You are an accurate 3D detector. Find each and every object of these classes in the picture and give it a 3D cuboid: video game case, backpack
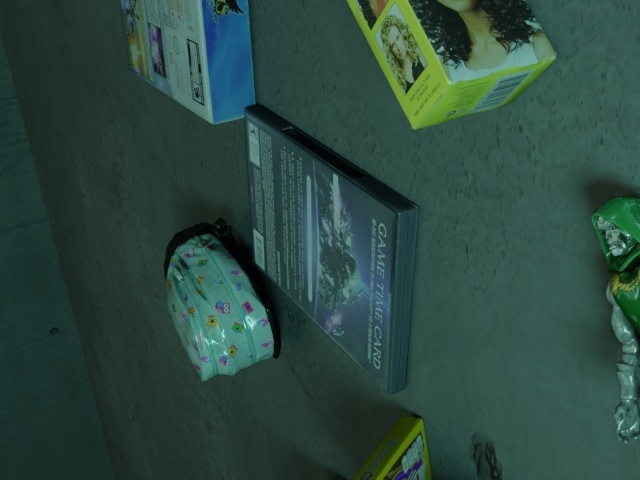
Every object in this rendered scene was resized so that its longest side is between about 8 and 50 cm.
[{"bbox_3d":[0.000,0.000,0.783,0.274,0.026,0.196,38,138,47],"label":"video game case"},{"bbox_3d":[-0.119,0.081,0.933,0.182,0.115,0.152,50,160,47],"label":"backpack"},{"bbox_3d":[-0.159,-0.292,0.863,0.244,0.061,0.269,36,136,48],"label":"video game case"}]

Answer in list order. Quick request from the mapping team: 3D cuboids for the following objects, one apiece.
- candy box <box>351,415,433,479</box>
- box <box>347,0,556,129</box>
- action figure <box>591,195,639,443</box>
[{"bbox_3d":[0.047,0.244,0.664,0.027,0.206,0.105,0,108,29],"label":"candy box"},{"bbox_3d":[0.053,-0.190,0.503,0.232,0.087,0.058,64,154,13],"label":"box"},{"bbox_3d":[0.203,0.083,0.419,0.232,0.064,0.137,70,156,12],"label":"action figure"}]
